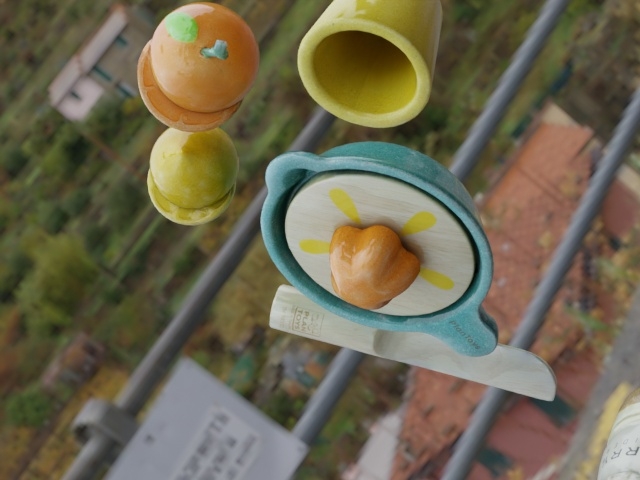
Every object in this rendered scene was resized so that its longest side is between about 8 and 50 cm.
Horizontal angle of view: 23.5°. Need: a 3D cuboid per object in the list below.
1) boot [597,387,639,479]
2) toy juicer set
[{"bbox_3d":[0.122,0.176,0.499,0.077,0.213,0.165,-8,29,41],"label":"boot"},{"bbox_3d":[0.000,0.000,0.880,0.209,0.329,0.089,0,45,25],"label":"toy juicer set"}]
